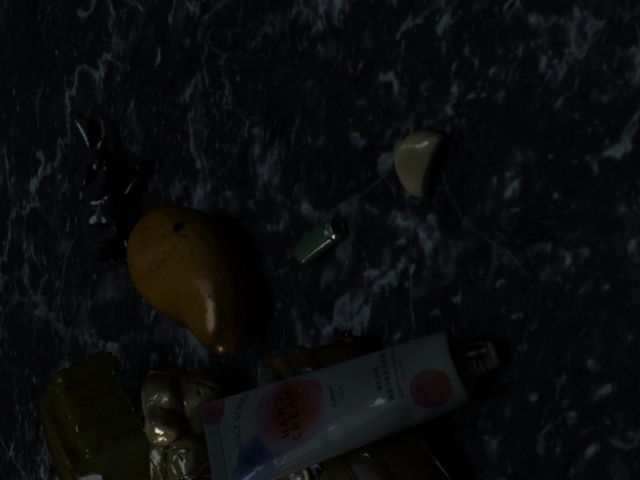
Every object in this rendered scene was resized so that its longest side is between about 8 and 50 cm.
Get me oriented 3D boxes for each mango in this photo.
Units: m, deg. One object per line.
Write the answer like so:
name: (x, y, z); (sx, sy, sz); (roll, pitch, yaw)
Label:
mango: (-0.166, 0.048, 2.007); (0.262, 0.109, 0.157); (45, 117, 38)

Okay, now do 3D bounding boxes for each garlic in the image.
garlic: (0.109, -0.089, 1.668); (0.053, 0.041, 0.083); (32, 126, 35)

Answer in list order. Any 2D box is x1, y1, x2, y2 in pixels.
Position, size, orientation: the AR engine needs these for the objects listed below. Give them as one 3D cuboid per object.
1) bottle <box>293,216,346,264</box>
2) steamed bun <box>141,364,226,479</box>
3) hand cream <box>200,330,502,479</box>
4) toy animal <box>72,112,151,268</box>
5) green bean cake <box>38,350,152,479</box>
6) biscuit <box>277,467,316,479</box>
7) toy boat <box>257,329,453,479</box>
bottle: (0.000, 0.000, 1.831); (0.083, 0.030, 0.030); (-39, 61, 48)
steamed bun: (-0.172, 0.249, 1.997); (0.192, 0.106, 0.177); (49, -148, -80)
hand cream: (0.031, 0.173, 1.612); (0.341, 0.078, 0.124); (-20, 55, 10)
toy animal: (-0.313, -0.085, 2.223); (0.137, 0.082, 0.269); (-28, 70, 51)
green bean cake: (-0.309, 0.315, 2.154); (0.236, 0.124, 0.233); (55, 156, 37)
biscuit: (-0.070, 0.351, 1.948); (0.158, 0.035, 0.240); (43, 125, 48)
toy boat: (0.066, 0.286, 1.671); (0.445, 0.136, 0.162); (56, 147, 35)
